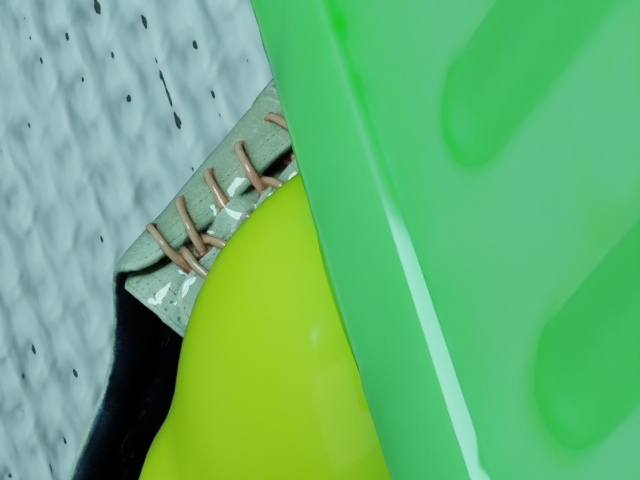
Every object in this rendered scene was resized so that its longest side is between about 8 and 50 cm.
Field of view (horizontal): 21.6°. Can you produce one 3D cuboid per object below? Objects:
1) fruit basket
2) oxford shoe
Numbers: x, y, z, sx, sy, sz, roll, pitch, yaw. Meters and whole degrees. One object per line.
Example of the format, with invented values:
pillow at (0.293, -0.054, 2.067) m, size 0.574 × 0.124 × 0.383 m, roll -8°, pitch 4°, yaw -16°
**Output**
fruit basket at (0.097, 0.018, 0.502) m, size 0.392 × 0.283 × 0.392 m, roll 177°, pitch 90°, yaw -73°
oxford shoe at (0.000, 0.000, 0.733) m, size 0.140 × 0.146 × 0.397 m, roll 37°, pitch 114°, yaw 40°
